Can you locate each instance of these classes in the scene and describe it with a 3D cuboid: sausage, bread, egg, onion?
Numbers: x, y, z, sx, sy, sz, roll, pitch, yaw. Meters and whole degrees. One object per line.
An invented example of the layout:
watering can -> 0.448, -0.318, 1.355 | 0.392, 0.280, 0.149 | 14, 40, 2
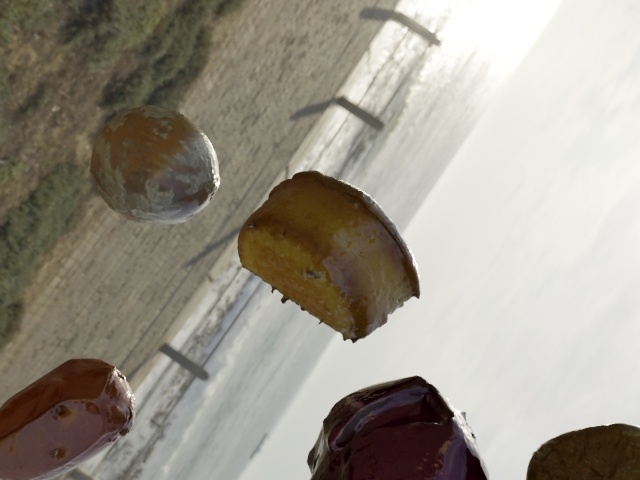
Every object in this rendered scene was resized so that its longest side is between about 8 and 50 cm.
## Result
sausage -> -0.422, 0.293, 1.288 | 0.268, 0.153, 0.141 | -30, -164, 11
bread -> 0.385, 0.393, 1.085 | 0.196, 0.176, 0.246 | -18, -145, 30
egg -> -0.274, -0.124, 1.338 | 0.203, 0.245, 0.203 | -25, 125, -41
onion -> 0.056, 0.424, 1.191 | 0.420, 0.398, 0.398 | -18, 163, -14
bread -> 0.000, 0.000, 1.340 | 0.194, 0.340, 0.179 | -42, 146, -26
